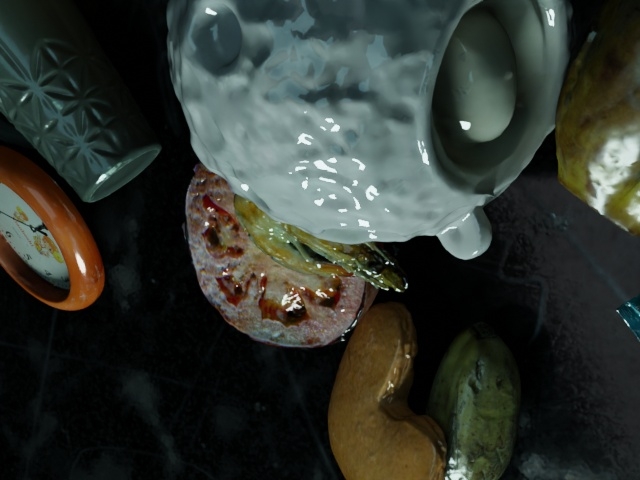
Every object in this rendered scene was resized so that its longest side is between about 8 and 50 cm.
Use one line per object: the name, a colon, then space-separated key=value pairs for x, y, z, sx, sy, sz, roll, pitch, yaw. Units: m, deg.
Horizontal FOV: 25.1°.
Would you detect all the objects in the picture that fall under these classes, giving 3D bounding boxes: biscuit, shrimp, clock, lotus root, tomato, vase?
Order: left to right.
vase: x=-0.298 y=-0.180 z=1.495 sx=0.301 sy=0.156 sz=0.251 roll=52 pitch=135 yaw=4
clock: x=-0.308 y=-0.013 z=1.552 sx=0.205 sy=0.051 sz=0.205 roll=32 pitch=145 yaw=26
tomato: x=-0.026 y=-0.005 z=1.393 sx=0.225 sy=0.085 sz=0.225 roll=10 pitch=110 yaw=28
shrimp: x=0.000 y=0.000 z=1.306 sx=0.190 sy=0.042 sz=0.101 roll=26 pitch=139 yaw=23
biscuit: x=0.064 y=0.169 z=1.352 sx=0.192 sy=0.036 sz=0.186 roll=56 pitch=135 yaw=46
lotus root: x=0.142 y=0.162 z=1.329 sx=0.089 sy=0.080 sz=0.179 roll=37 pitch=120 yaw=55
lotus root: x=0.290 y=-0.131 z=1.112 sx=0.193 sy=0.193 sz=0.291 roll=45 pitch=120 yaw=15

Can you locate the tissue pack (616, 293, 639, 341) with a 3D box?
tissue pack: x=0.329 y=0.051 z=1.220 sx=0.138 sy=0.028 sz=0.085 roll=-39 pitch=83 yaw=28

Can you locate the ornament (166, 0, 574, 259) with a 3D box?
ornament: x=0.031 y=-0.166 z=1.173 sx=0.337 sy=0.337 sz=0.337 roll=8 pitch=105 yaw=30
